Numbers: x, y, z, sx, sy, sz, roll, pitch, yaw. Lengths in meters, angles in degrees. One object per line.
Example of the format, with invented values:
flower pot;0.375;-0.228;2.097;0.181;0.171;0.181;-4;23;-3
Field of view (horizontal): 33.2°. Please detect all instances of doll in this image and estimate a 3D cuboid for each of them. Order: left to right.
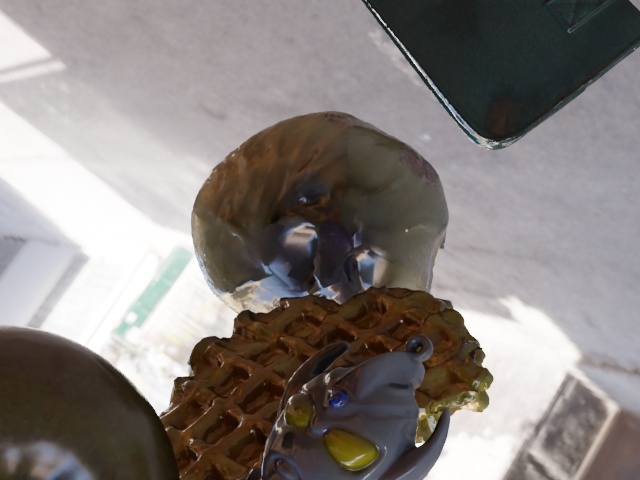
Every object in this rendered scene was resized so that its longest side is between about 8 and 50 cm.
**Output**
doll;-0.001;0.126;0.613;0.062;0.194;0.104;51;163;-25

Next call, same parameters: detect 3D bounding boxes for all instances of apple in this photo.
apple;-0.208;0.173;0.650;0.257;0.256;0.234;35;152;-8

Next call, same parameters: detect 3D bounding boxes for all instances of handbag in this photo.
handbag;0.181;-0.282;1.190;0.326;0.238;0.089;53;-177;7

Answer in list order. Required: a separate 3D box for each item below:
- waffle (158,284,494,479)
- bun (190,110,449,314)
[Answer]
waffle;-0.002;0.132;0.857;0.282;0.300;0.058;-3;122;29
bun;0.000;-0.005;1.113;0.273;0.273;0.168;32;-165;5
